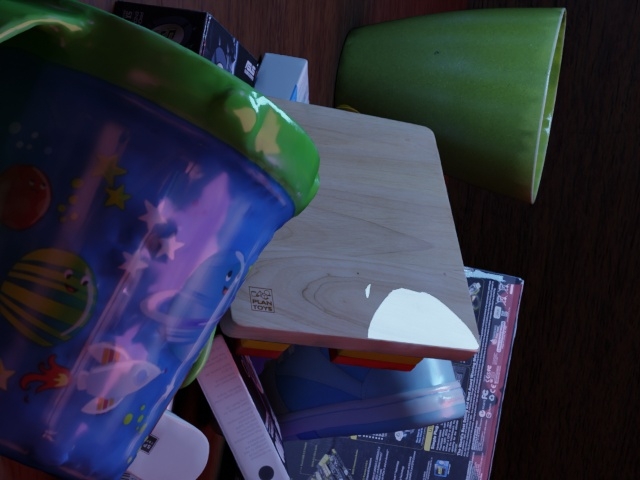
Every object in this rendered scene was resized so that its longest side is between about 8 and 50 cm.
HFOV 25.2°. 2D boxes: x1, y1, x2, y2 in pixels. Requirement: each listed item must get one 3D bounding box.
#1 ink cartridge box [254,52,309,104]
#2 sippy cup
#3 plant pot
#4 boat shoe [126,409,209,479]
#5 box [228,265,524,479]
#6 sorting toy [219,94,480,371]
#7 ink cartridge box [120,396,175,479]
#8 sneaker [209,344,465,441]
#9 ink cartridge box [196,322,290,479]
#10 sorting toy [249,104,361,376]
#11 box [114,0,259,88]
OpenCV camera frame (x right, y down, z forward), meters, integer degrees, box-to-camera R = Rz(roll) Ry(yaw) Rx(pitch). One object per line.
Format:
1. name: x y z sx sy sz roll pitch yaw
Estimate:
1. ink cartridge box: -0.047 -0.130 1.577 0.122 0.052 0.088 86 18 -52
2. sippy cup: -0.148 0.009 0.804 0.240 0.305 0.224 3 -113 57
3. plant pot: 0.177 -0.209 2.015 0.275 0.293 0.275 9 90 -79
4. boat shoe: -0.172 0.128 1.104 0.078 0.070 0.219 -51 138 -10
5. box: 0.066 0.209 1.776 0.097 0.318 0.395 -178 -82 -69
6. sorting toy: 0.000 0.000 1.359 0.089 0.257 0.255 -48 -138 47
7. ink cartridge box: -0.163 0.171 1.311 0.224 0.056 0.181 152 -52 -84
8. sneaker: 0.004 0.106 1.540 0.127 0.319 0.208 -4 85 -56
9. ink cartridge box: -0.070 0.175 1.389 0.206 0.045 0.208 -121 -172 -84
10. sorting toy: -0.018 -0.012 1.598 0.126 0.127 0.366 -89 -160 -56
11. box: -0.117 -0.100 1.177 0.180 0.077 0.147 32 68 -78
